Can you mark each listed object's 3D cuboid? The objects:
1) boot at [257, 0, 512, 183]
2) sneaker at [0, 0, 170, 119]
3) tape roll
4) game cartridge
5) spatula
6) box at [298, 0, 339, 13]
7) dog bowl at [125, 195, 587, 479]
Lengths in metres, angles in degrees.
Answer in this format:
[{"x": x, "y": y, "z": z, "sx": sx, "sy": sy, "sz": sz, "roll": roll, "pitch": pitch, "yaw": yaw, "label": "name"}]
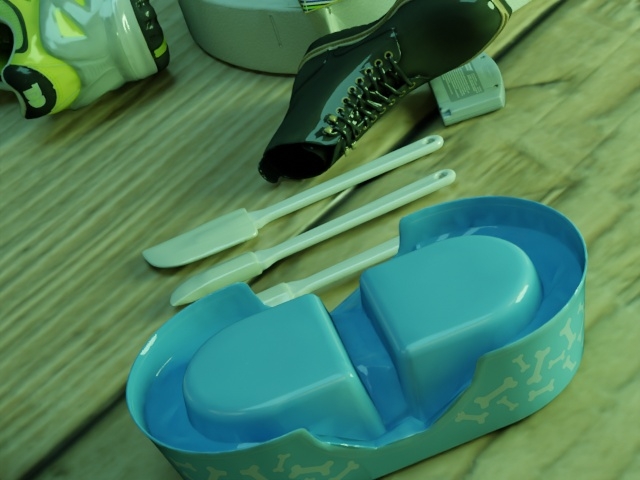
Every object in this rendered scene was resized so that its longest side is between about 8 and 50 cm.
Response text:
[{"x": 0.048, "y": -0.113, "z": 1.386, "sx": 0.198, "sy": 0.077, "sz": 0.137, "roll": -25, "pitch": 28, "yaw": 41, "label": "boot"}, {"x": -0.289, "y": -0.224, "z": 1.666, "sx": 0.147, "sy": 0.145, "sz": 0.385, "roll": -32, "pitch": 34, "yaw": -19, "label": "sneaker"}, {"x": 0.052, "y": -0.281, "z": 1.637, "sx": 0.392, "sy": 0.072, "sz": 0.392, "roll": -13, "pitch": 35, "yaw": 9, "label": "tape roll"}, {"x": 0.114, "y": -0.120, "z": 1.428, "sx": 0.056, "sy": 0.017, "sz": 0.083, "roll": -20, "pitch": 33, "yaw": 5, "label": "game cartridge"}, {"x": 0.000, "y": 0.000, "z": 1.317, "sx": 0.242, "sy": 0.019, "sz": 0.168, "roll": -23, "pitch": 28, "yaw": -6, "label": "spatula"}, {"x": 0.053, "y": -0.243, "z": 1.470, "sx": 0.169, "sy": 0.054, "sz": 0.059, "roll": -20, "pitch": 34, "yaw": 0, "label": "box"}, {"x": 0.031, "y": 0.074, "z": 1.142, "sx": 0.297, "sy": 0.074, "sz": 0.166, "roll": -22, "pitch": 33, "yaw": -3, "label": "dog bowl"}]
